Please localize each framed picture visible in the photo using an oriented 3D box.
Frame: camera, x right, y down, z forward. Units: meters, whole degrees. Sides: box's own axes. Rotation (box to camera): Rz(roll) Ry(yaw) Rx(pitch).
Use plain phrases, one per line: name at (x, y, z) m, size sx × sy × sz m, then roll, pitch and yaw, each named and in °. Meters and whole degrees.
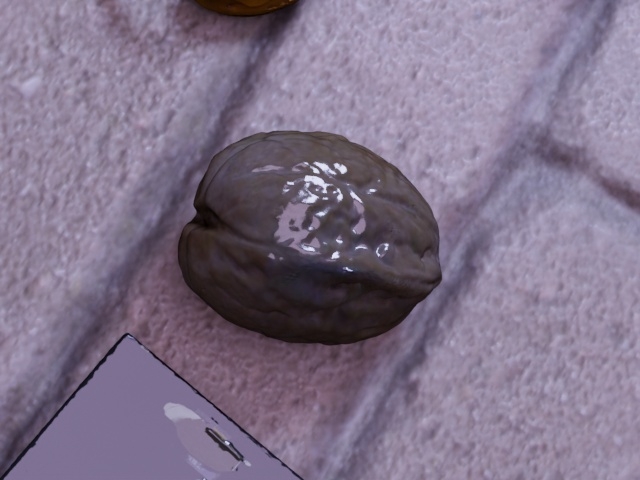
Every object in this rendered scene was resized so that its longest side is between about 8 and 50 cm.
framed picture at (-0.175, 0.277, 1.493) m, size 0.244 × 0.013 × 0.324 m, roll 41°, pitch 78°, yaw -3°

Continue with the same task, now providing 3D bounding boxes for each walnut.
walnut at (-0.001, 0.000, 1.484) m, size 0.230 × 0.178 × 0.178 m, roll 17°, pitch 80°, yaw -19°

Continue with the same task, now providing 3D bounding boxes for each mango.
mango at (-0.054, -0.232, 1.551) m, size 0.127 × 0.063 × 0.077 m, roll -25°, pitch 60°, yaw -7°
